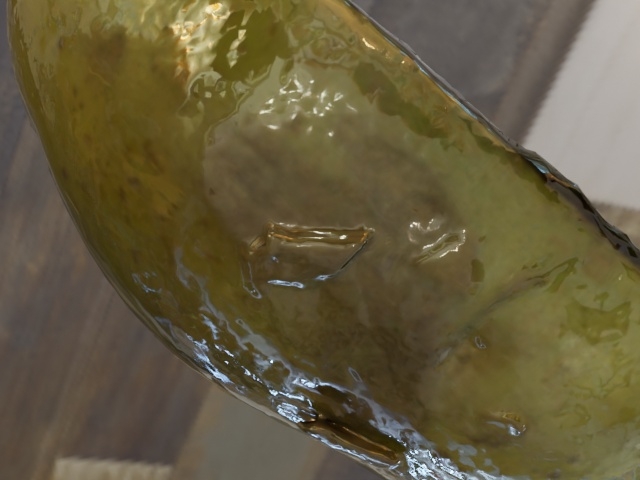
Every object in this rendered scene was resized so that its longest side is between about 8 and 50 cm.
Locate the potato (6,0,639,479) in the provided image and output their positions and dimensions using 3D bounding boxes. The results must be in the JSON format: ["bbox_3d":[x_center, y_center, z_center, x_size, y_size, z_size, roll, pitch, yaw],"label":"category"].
[{"bbox_3d":[0.000,0.000,0.511,0.272,0.160,0.111,43,90,-1],"label":"potato"}]
